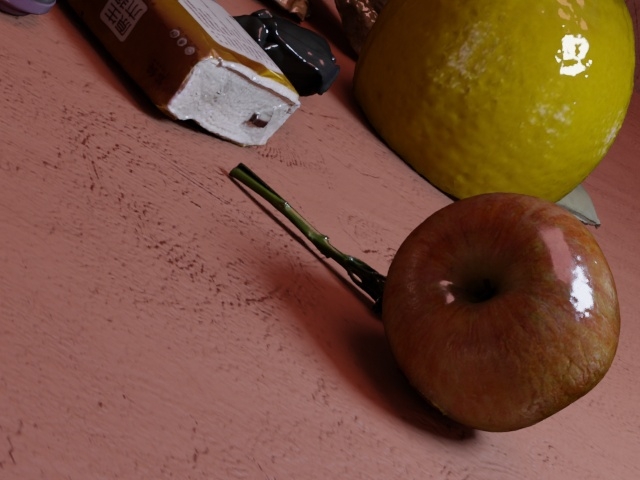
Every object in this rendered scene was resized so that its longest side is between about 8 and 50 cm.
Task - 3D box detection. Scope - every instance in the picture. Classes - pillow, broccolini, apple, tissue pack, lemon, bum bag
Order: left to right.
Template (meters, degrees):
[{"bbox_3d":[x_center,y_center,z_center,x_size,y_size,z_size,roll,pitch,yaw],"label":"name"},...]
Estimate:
[{"bbox_3d":[-0.143,-0.204,1.758,0.183,0.092,0.226,14,32,-55],"label":"tissue pack"},{"bbox_3d":[-0.045,-0.214,1.992,0.142,0.079,0.326,28,8,-1],"label":"bum bag"},{"bbox_3d":[0.000,0.000,1.658,0.218,0.044,0.042,38,32,13],"label":"broccolini"},{"bbox_3d":[0.159,0.063,1.525,0.211,0.211,0.188,51,-2,32],"label":"apple"},{"bbox_3d":[0.245,-0.232,2.222,0.364,0.364,0.364,36,17,-13],"label":"lemon"},{"bbox_3d":[0.309,-0.086,2.470,0.208,0.053,0.119,24,20,-33],"label":"pillow"}]

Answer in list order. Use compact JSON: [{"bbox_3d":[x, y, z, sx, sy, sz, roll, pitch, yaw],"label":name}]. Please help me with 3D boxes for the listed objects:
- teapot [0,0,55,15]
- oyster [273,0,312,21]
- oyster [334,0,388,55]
[{"bbox_3d":[-0.269,-0.297,1.635,0.116,0.146,0.148,35,17,-14],"label":"teapot"},{"bbox_3d":[-0.069,-0.391,2.415,0.214,0.083,0.223,10,40,-54],"label":"oyster"},{"bbox_3d":[0.043,-0.397,2.470,0.221,0.096,0.361,38,27,-54],"label":"oyster"}]
